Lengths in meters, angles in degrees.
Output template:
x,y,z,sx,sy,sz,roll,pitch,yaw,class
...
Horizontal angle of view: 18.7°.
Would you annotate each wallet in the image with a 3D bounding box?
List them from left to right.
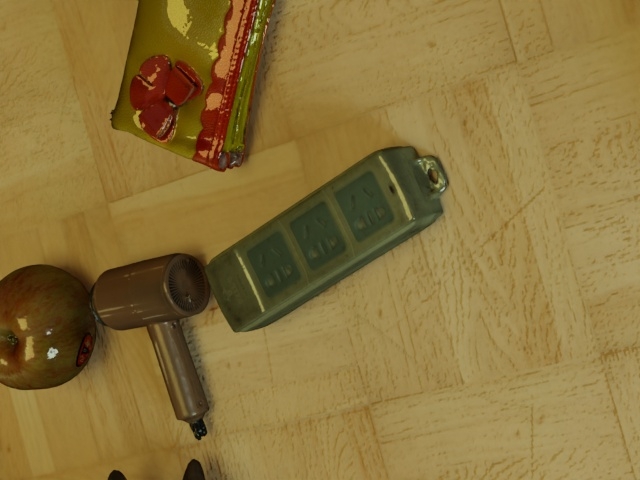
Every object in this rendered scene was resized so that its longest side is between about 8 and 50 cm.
x,y,z,sx,sy,sz,roll,pitch,yaw,class
-0.110,-0.190,1.776,0.141,0.067,0.241,26,113,30,wallet

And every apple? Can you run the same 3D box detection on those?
x,y,z,sx,sy,sz,roll,pitch,yaw,class
-0.287,0.087,1.945,0.126,0.102,0.126,8,103,37,apple

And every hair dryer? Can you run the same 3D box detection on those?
x,y,z,sx,sy,sz,roll,pitch,yaw,class
-0.148,0.107,1.873,0.117,0.064,0.181,-14,96,40,hair dryer

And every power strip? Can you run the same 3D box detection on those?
x,y,z,sx,sy,sz,roll,pitch,yaw,class
0.000,0.000,1.736,0.272,0.052,0.078,-32,78,37,power strip

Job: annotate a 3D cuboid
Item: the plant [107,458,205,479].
x,y,z,sx,sy,sz,roll,pitch,yaw,class
-0.135,0.372,1.850,0.182,0.194,0.320,-19,91,26,plant
